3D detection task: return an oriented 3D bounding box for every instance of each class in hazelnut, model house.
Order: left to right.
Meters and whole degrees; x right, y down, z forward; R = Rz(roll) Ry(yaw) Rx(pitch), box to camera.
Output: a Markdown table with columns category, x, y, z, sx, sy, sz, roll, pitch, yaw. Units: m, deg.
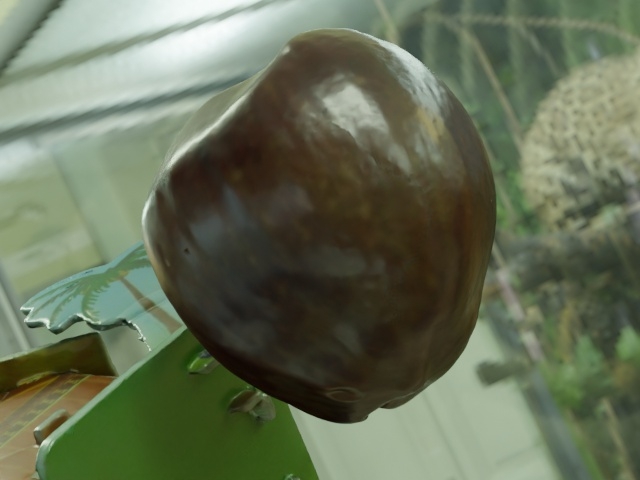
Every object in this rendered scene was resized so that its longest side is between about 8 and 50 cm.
| category | x | y | z | sx | sy | sz | roll | pitch | yaw |
| --- | --- | --- | --- | --- | --- | --- | --- | --- | --- |
| model house | -0.138 | 0.177 | 1.275 | 0.323 | 0.300 | 0.340 | 0 | 30 | 41 |
| hazelnut | 0.000 | 0.000 | 1.015 | 0.218 | 0.218 | 0.234 | -24 | -24 | -18 |
